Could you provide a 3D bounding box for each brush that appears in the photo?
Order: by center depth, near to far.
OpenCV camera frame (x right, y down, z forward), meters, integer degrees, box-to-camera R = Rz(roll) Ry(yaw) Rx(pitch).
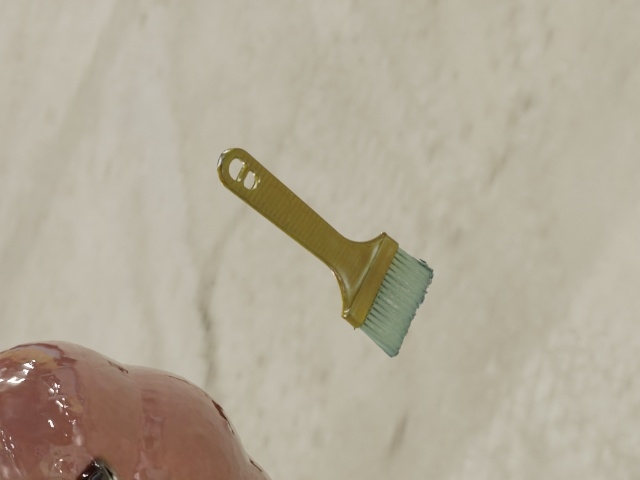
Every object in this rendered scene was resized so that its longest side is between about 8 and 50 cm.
[{"bbox_3d":[0.000,0.000,1.494,0.010,0.218,0.082,-7,51,56],"label":"brush"}]

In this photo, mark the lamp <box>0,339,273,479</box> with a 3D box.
[{"bbox_3d":[-0.153,0.212,1.102,0.239,0.305,0.305,-168,93,-71],"label":"lamp"}]
